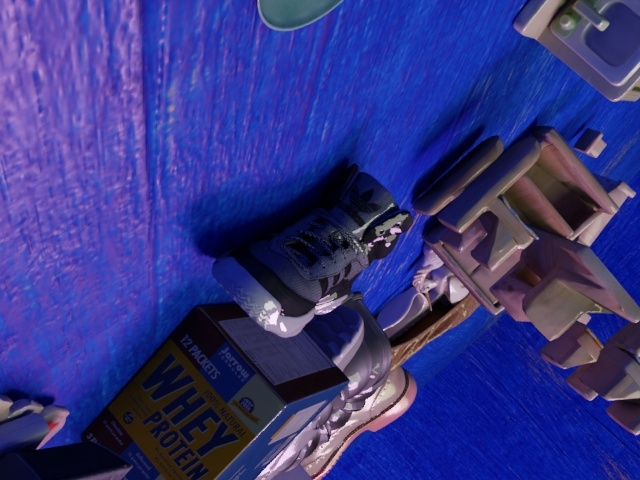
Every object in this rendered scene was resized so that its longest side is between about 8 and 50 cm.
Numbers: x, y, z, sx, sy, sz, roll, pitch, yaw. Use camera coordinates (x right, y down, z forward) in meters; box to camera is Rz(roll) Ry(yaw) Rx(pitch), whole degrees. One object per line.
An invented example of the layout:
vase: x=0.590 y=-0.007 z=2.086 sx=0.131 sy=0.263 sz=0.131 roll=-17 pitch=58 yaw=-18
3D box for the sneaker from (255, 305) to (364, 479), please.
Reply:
sneaker: x=-0.039 y=0.206 z=1.185 sx=0.281 sy=0.105 sz=0.115 roll=-49 pitch=139 yaw=-9

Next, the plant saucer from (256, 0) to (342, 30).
plant saucer: x=0.001 y=-0.179 z=0.538 sx=0.119 sy=0.021 sz=0.119 roll=-41 pitch=164 yaw=-14

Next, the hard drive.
hard drive: x=-0.285 y=0.264 z=0.740 sx=0.254 sy=0.054 sz=0.172 roll=-45 pitch=165 yaw=4

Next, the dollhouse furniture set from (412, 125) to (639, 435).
dollhouse furniture set: x=0.332 y=-0.003 z=1.239 sx=0.256 sy=0.362 sz=0.394 roll=-43 pitch=-168 yaw=0

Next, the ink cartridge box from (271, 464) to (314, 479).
ink cartridge box: x=-0.151 y=0.460 z=1.521 sx=0.232 sy=0.168 sz=0.171 roll=-53 pitch=162 yaw=27

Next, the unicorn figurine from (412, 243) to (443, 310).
unicorn figurine: x=0.196 y=0.027 z=1.501 sx=0.111 sy=0.060 sz=0.162 roll=-40 pitch=148 yaw=-13

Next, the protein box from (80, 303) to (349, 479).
protein box: x=-0.107 y=0.184 z=0.988 sx=0.200 sy=0.136 sz=0.201 roll=-47 pitch=164 yaw=12

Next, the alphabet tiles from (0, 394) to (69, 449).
alphabet tiles: x=-0.339 y=0.223 z=0.727 sx=0.278 sy=0.021 sz=0.284 roll=-42 pitch=164 yaw=-5

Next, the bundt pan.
bundt pan: x=-0.017 y=0.233 z=1.367 sx=0.331 sy=0.124 sz=0.331 roll=-40 pitch=163 yaw=-15

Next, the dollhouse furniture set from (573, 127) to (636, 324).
dollhouse furniture set: x=0.412 y=-0.059 z=1.570 sx=0.355 sy=0.174 sz=0.303 roll=-54 pitch=-155 yaw=2

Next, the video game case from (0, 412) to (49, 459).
video game case: x=-0.327 y=0.225 z=0.677 sx=0.193 sy=0.023 sz=0.212 roll=-51 pitch=163 yaw=23

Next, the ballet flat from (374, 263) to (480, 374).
ballet flat: x=0.187 y=0.117 z=1.645 sx=0.342 sy=0.116 sz=0.124 roll=-34 pitch=142 yaw=-21

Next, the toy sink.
toy sink: x=0.338 y=-0.247 z=0.998 sx=0.152 sy=0.131 sz=0.234 roll=-52 pitch=162 yaw=23

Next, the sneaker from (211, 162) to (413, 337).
sneaker: x=0.000 y=0.000 z=0.863 sx=0.153 sy=0.101 sz=0.268 roll=-48 pitch=170 yaw=12

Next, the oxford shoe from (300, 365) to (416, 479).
oxford shoe: x=-0.010 y=0.345 z=1.731 sx=0.397 sy=0.140 sz=0.146 roll=-39 pitch=133 yaw=-1
